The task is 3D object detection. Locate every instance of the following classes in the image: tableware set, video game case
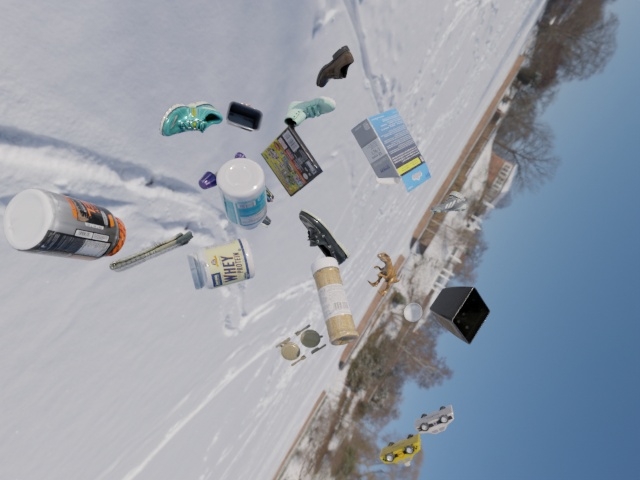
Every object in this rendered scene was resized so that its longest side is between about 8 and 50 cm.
[{"bbox_3d":[-0.086,0.447,1.746,0.194,0.128,0.039,-34,-167,11],"label":"tableware set"},{"bbox_3d":[-0.147,-0.391,2.013,0.248,0.275,0.035,-32,-176,41],"label":"video game case"}]

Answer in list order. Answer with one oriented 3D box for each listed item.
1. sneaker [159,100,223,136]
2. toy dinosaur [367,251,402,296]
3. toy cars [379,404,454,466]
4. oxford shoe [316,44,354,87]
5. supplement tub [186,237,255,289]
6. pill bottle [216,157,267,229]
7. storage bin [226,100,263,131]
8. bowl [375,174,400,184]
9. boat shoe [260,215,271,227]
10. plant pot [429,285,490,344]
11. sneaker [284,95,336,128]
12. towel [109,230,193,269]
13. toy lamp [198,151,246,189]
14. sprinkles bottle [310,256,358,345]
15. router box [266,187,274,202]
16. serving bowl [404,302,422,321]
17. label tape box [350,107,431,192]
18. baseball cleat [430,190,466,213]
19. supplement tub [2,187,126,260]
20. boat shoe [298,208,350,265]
[{"bbox_3d":[-0.488,-0.459,1.532,0.275,0.110,0.107,-41,161,-43],"label":"sneaker"},{"bbox_3d":[0.206,0.111,1.196,0.112,0.064,0.211,-44,145,-6],"label":"toy dinosaur"},{"bbox_3d":[0.435,0.856,1.745,0.393,0.087,0.176,-27,175,-26],"label":"toy cars"},{"bbox_3d":[0.060,-0.731,1.754,0.082,0.096,0.227,-34,-178,-40],"label":"oxford shoe"},{"bbox_3d":[-0.539,0.132,2.191,0.324,0.236,0.235,-15,151,-18],"label":"supplement tub"},{"bbox_3d":[-0.248,-0.136,1.316,0.146,0.146,0.264,-53,168,-24],"label":"pill bottle"},{"bbox_3d":[-0.302,-0.479,1.567,0.091,0.135,0.098,7,-96,67],"label":"storage bin"},{"bbox_3d":[0.363,-0.370,2.166,0.053,0.141,0.142,-136,-129,-81],"label":"bowl"},{"bbox_3d":[-0.269,-0.159,1.558,0.079,0.254,0.095,-42,167,2],"label":"boat shoe"},{"bbox_3d":[0.604,0.312,1.786,0.187,0.188,0.167,-50,-151,-16],"label":"plant pot"},{"bbox_3d":[-0.053,-0.601,1.927,0.094,0.255,0.151,59,41,-48],"label":"sneaker"},{"bbox_3d":[-0.675,0.039,1.614,0.324,0.056,0.312,-25,-176,-23],"label":"towel"},{"bbox_3d":[-0.462,-0.325,1.900,0.275,0.080,0.080,-45,163,-40],"label":"toy lamp"},{"bbox_3d":[0.053,0.246,1.663,0.121,0.356,0.121,-11,148,-7],"label":"sprinkles bottle"},{"bbox_3d":[-0.307,-0.227,2.011,0.092,0.122,0.038,52,41,-50],"label":"router box"},{"bbox_3d":[0.406,0.314,1.747,0.027,0.083,0.083,35,87,-44],"label":"serving bowl"},{"bbox_3d":[0.314,-0.376,1.741,0.115,0.348,0.249,-24,-174,46],"label":"label tape box"},{"bbox_3d":[0.634,-0.189,2.011,0.072,0.205,0.110,-176,-98,-68],"label":"baseball cleat"},{"bbox_3d":[-0.853,-0.041,1.380,0.207,0.207,0.338,-58,163,0],"label":"supplement tub"},{"bbox_3d":[-0.002,0.000,1.907,0.113,0.340,0.127,-50,-152,-15],"label":"boat shoe"}]
